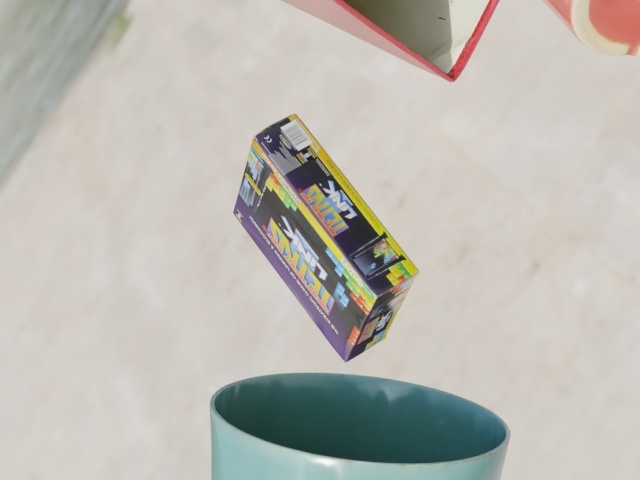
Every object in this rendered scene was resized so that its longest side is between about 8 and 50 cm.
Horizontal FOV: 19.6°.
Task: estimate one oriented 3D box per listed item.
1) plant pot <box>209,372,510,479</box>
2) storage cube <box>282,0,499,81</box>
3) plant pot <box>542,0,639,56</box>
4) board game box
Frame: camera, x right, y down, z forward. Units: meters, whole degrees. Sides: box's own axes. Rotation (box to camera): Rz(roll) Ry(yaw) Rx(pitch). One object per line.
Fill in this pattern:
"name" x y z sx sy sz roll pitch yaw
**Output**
"plant pot" 0.027 0.281 1.812 0.293 0.293 0.235 -135 50 -71
"storage cube" 0.020 -0.246 1.228 0.193 0.215 0.184 30 92 34
"plant pot" 0.299 -0.335 1.875 0.275 0.275 0.243 -47 47 32
"board game box" 0.000 0.000 1.531 0.048 0.170 0.141 -30 -18 -23
